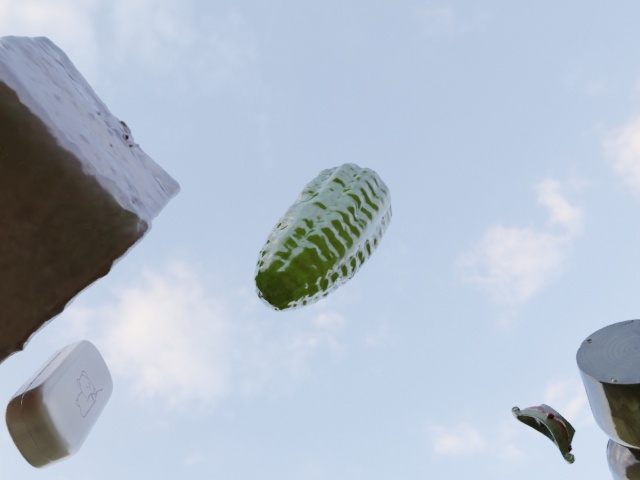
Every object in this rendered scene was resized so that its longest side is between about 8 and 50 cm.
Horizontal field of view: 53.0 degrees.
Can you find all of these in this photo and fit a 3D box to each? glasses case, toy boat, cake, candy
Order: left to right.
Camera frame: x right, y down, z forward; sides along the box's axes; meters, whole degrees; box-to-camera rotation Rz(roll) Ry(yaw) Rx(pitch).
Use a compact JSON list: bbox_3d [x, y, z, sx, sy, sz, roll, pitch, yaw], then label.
[{"bbox_3d":[-0.319,-0.017,0.605,0.309,0.237,0.230,-42,-79,6],"label":"cake"},{"bbox_3d":[-0.280,0.172,0.703,0.050,0.196,0.083,-22,-78,-1],"label":"glasses case"},{"bbox_3d":[0.000,0.000,0.586,0.096,0.209,0.097,11,-60,20],"label":"candy"},{"bbox_3d":[0.527,0.431,1.483,0.071,0.185,0.089,-38,-50,-10],"label":"toy boat"}]

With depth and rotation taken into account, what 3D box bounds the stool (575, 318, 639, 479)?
[{"bbox_3d":[0.546,0.285,1.061,0.179,0.179,0.264,-21,-72,6],"label":"stool"}]
